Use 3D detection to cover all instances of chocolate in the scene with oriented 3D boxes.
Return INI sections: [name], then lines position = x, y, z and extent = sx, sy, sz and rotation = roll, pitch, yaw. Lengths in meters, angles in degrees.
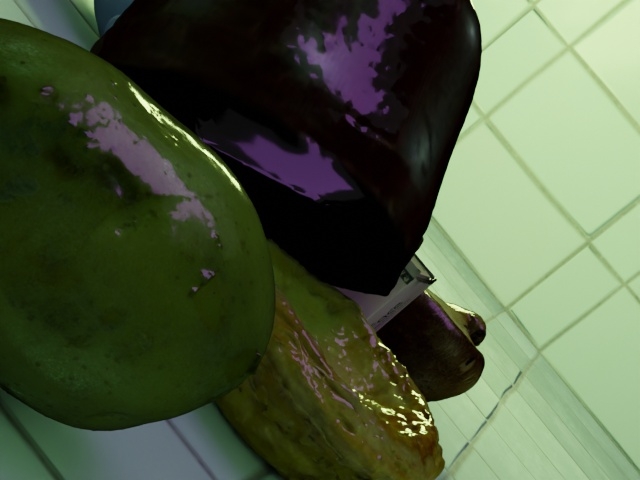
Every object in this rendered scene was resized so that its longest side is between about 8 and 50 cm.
[chocolate]
position = -0.017, -0.165, 1.473
extent = 0.384, 0.331, 0.383
rotation = 26, -10, 5

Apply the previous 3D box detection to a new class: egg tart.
[egg tart]
position = -0.015, 0.125, 1.394
extent = 0.294, 0.123, 0.294
rotation = 45, 11, -11

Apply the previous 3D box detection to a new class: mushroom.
[mushroom]
position = 0.103, 0.114, 1.995
extent = 0.194, 0.138, 0.231
rotation = 31, 5, -24

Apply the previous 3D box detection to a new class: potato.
[potato]
position = -0.165, -0.010, 0.979
extent = 0.304, 0.216, 0.216
rotation = 37, 12, -14

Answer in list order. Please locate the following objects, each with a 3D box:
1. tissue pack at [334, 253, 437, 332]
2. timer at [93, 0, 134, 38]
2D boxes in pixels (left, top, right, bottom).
[tissue pack]
position = 0.000, 0.000, 1.877
extent = 0.246, 0.148, 0.092
rotation = 51, 10, 16
[timer]
position = -0.109, -0.285, 2.001
extent = 0.395, 0.173, 0.395
rotation = 20, 43, -19
